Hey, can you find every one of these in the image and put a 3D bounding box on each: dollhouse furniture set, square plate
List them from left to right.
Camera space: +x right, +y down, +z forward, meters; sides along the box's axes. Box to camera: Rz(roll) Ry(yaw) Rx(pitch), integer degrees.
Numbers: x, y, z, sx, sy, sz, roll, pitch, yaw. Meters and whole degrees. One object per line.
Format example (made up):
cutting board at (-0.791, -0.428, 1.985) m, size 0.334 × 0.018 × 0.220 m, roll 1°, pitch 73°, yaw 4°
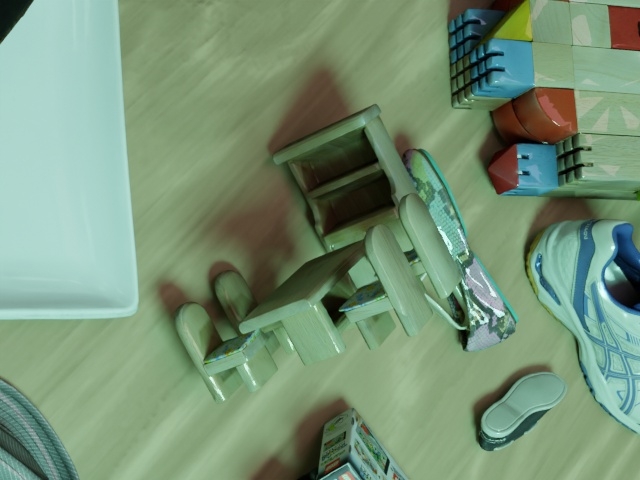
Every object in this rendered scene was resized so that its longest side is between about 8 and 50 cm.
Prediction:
square plate at (-0.325, -0.102, 1.027) m, size 0.344 × 0.049 × 0.347 m, roll -1°, pitch 81°, yaw -31°
dollhouse furniture set at (0.000, 0.000, 1.122) m, size 0.161 × 0.212 × 0.242 m, roll 62°, pitch 31°, yaw -9°

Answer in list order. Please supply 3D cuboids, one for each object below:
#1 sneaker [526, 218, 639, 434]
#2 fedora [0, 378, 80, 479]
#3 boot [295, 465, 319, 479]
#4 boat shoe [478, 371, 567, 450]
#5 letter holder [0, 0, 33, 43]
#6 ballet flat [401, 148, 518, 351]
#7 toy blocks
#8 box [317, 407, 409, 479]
sneaker at (0.346, 0.103, 1.360) m, size 0.296 × 0.131 × 0.112 m, roll 51°, pitch 58°, yaw -16°
fedora at (-0.276, 0.227, 0.951) m, size 0.243 × 0.124 × 0.275 m, roll -14°, pitch 88°, yaw -34°
boot at (0.001, 0.306, 1.084) m, size 0.161 × 0.083 × 0.246 m, roll 57°, pitch 16°, yaw -11°
boat shoe at (0.211, 0.180, 1.315) m, size 0.046 × 0.038 × 0.125 m, roll 36°, pitch 47°, yaw 26°
letter holder at (-0.387, -0.200, 0.907) m, size 0.302 × 0.214 × 0.152 m, roll 38°, pitch 31°, yaw -17°
ballet flat at (0.122, 0.016, 1.277) m, size 0.079 × 0.077 × 0.221 m, roll -30°, pitch 98°, yaw -13°
toy blocks at (0.259, -0.195, 1.354) m, size 0.261 × 0.191 × 0.381 m, roll 1°, pitch 81°, yaw -20°
box at (0.073, 0.265, 1.174) m, size 0.207 × 0.036 × 0.114 m, roll 54°, pitch 14°, yaw -12°
